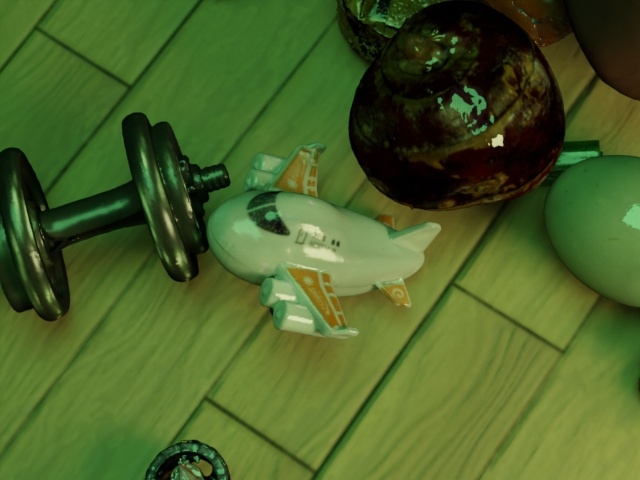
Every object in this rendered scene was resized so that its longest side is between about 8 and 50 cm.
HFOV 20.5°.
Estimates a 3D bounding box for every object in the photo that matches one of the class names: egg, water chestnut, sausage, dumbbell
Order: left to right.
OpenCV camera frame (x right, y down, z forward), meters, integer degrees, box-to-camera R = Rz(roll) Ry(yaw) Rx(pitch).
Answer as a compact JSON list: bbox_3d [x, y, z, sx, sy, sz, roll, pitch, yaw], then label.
[{"bbox_3d":[-0.234,-0.026,1.853,0.289,0.192,0.192,-17,68,-1],"label":"dumbbell"},{"bbox_3d":[0.146,-0.124,1.838,0.223,0.238,0.224,-5,55,7],"label":"water chestnut"},{"bbox_3d":[0.155,-0.339,1.894,0.102,0.102,0.330,-37,81,-10],"label":"sausage"},{"bbox_3d":[0.321,-0.011,1.829,0.192,0.149,0.149,26,72,20],"label":"egg"}]

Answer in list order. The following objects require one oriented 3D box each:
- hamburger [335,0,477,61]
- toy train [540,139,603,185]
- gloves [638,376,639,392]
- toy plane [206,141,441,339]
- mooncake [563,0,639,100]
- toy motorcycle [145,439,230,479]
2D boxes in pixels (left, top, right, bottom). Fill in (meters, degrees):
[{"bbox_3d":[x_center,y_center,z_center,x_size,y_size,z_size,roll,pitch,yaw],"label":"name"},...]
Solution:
[{"bbox_3d":[0.124,-0.289,1.978,0.230,0.107,0.231,0,66,0],"label":"hamburger"},{"bbox_3d":[0.264,-0.085,1.912,0.093,0.056,0.038,-3,73,6],"label":"toy train"},{"bbox_3d":[0.435,0.139,1.791,0.218,0.131,0.140,-11,67,33],"label":"gloves"},{"bbox_3d":[0.000,0.000,1.835,0.244,0.117,0.245,18,48,-21],"label":"toy plane"},{"bbox_3d":[0.384,-0.284,1.852,0.334,0.174,0.326,52,51,-6],"label":"mooncake"},{"bbox_3d":[-0.093,0.336,1.755,0.171,0.089,0.298,-41,71,-10],"label":"toy motorcycle"}]
